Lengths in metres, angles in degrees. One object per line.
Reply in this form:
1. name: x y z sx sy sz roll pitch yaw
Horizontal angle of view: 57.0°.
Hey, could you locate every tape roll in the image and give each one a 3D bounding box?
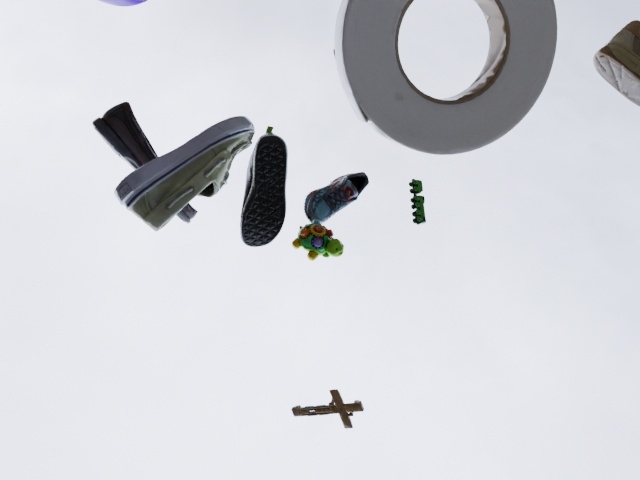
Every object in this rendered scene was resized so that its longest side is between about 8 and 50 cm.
1. tape roll: 0.218 -0.343 1.027 0.392 0.392 0.072 10 -166 -13

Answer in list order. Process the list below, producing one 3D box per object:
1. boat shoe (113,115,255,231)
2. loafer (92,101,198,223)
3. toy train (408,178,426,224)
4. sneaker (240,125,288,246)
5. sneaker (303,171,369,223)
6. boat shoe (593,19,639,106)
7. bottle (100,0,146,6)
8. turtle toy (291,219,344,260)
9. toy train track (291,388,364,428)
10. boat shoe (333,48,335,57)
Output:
1. boat shoe: -0.203 -0.113 0.977 0.094 0.109 0.302 53 -132 -6
2. loafer: -0.365 -0.170 1.307 0.095 0.109 0.302 -45 -64 -12
3. toy train: 0.165 -0.065 0.996 0.024 0.017 0.083 7 -110 -30
4. sneaker: -0.107 -0.103 1.155 0.084 0.234 0.097 9 -161 -17
5. sneaker: 0.053 -0.146 1.835 0.262 0.125 0.104 -43 -76 -36
6. boat shoe: 0.660 -0.259 1.064 0.110 0.121 0.341 -45 -94 2
7. bottle: -0.261 -0.311 0.503 0.118 0.283 0.092 21 -91 31
8. turtle toy: 0.000 0.000 1.421 0.130 0.066 0.095 37 -133 17
9. toy train track: 0.008 0.175 0.621 0.014 0.083 0.048 -46 -62 -59
10. boat shoe: 0.118 -0.447 1.584 0.109 0.089 0.258 28 -149 -55
